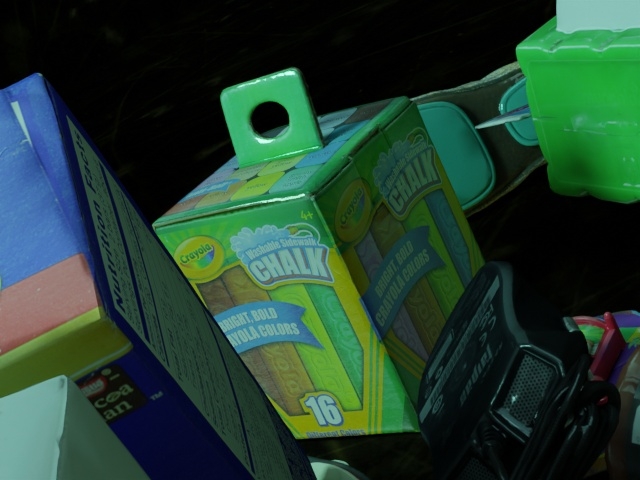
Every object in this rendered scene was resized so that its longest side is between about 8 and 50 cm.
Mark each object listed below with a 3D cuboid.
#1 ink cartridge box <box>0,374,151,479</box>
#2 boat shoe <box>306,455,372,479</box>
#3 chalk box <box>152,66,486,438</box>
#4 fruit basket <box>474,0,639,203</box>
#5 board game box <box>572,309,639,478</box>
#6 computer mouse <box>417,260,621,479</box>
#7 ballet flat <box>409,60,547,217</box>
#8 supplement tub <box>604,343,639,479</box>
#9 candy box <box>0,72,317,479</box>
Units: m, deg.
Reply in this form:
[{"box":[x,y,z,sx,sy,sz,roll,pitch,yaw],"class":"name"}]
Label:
[{"box":[-0.089,0.193,0.370,0.171,0.232,0.168,-21,35,13],"class":"ink cartridge box"},{"box":[0.005,0.141,0.731,0.043,0.049,0.137,9,-4,-34],"class":"boat shoe"},{"box":[0.000,0.000,0.846,0.132,0.213,0.132,-11,24,40],"class":"chalk box"},{"box":[0.318,-0.143,0.889,0.353,0.165,0.327,-30,18,-19],"class":"fruit basket"},{"box":[0.136,0.072,0.755,0.133,0.033,0.169,-29,19,-7],"class":"board game box"},{"box":[0.077,0.115,0.623,0.184,0.060,0.262,-64,6,8],"class":"computer mouse"},{"box":[0.131,-0.080,1.105,0.316,0.107,0.106,-22,-2,-1],"class":"ballet flat"},{"box":[0.207,0.086,0.506,0.106,0.106,0.198,-35,20,-25],"class":"supplement tub"},{"box":[-0.150,0.123,0.549,0.268,0.317,0.122,-26,51,1],"class":"candy box"}]
